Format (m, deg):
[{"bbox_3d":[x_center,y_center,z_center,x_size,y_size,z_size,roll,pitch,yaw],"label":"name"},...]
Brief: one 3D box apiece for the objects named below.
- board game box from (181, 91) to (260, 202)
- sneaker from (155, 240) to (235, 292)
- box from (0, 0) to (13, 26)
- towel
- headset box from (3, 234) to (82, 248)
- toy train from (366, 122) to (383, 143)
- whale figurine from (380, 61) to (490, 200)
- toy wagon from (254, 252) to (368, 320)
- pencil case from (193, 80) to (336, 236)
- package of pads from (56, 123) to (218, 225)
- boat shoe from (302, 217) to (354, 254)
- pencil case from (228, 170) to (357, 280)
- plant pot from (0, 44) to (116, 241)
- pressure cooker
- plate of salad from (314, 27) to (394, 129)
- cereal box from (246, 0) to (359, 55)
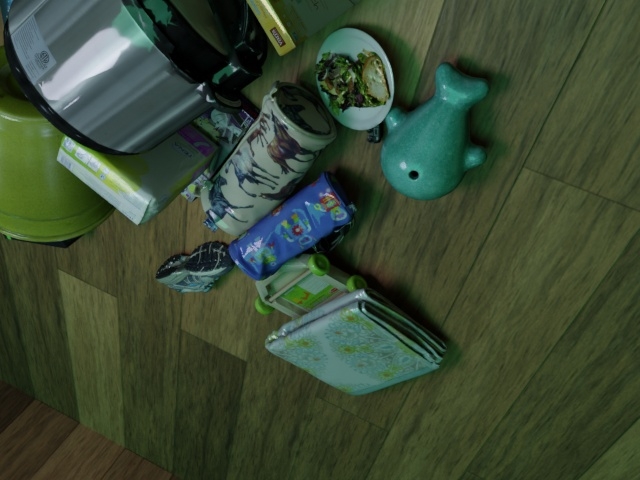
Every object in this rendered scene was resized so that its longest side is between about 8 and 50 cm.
[{"bbox_3d":[-0.307,-0.261,1.423,0.208,0.056,0.347,45,132,-3],"label":"board game box"},{"bbox_3d":[-0.333,0.087,1.677,0.283,0.110,0.122,-11,135,37],"label":"sneaker"},{"bbox_3d":[-0.700,-0.500,1.453,0.159,0.044,0.233,23,131,11],"label":"box"},{"bbox_3d":[0.090,0.272,1.524,0.320,0.090,0.374,37,133,-25],"label":"towel"},{"bbox_3d":[-0.860,-0.125,1.760,0.283,0.131,0.246,8,126,24],"label":"headset box"},{"bbox_3d":[0.109,-0.271,1.203,0.036,0.027,0.158,7,126,21],"label":"toy train"},{"bbox_3d":[0.216,-0.194,1.127,0.216,0.141,0.272,29,132,6],"label":"whale figurine"},{"bbox_3d":[0.004,0.153,1.516,0.344,0.068,0.267,30,137,-23],"label":"toy wagon"},{"bbox_3d":[-0.129,-0.172,1.311,0.183,0.160,0.410,19,139,-25],"label":"pencil case"},{"bbox_3d":[-0.384,-0.185,1.288,0.229,0.296,0.101,39,128,-4],"label":"package of pads"},{"bbox_3d":[0.000,0.000,1.438,0.075,0.065,0.206,44,132,-8],"label":"boat shoe"},{"bbox_3d":[-0.059,-0.026,1.340,0.306,0.119,0.133,-35,109,14],"label":"pencil case"},{"bbox_3d":[-0.640,-0.244,1.357,0.366,0.366,0.353,33,142,3],"label":"plant pot"},{"bbox_3d":[-0.297,-0.389,1.065,0.420,0.376,0.370,-27,127,26],"label":"pressure cooker"},{"bbox_3d":[0.058,-0.312,1.158,0.199,0.048,0.200,26,132,34],"label":"plate of salad"},{"bbox_3d":[-0.036,-0.445,1.008,0.047,0.240,0.173,-13,118,46],"label":"cereal box"}]
